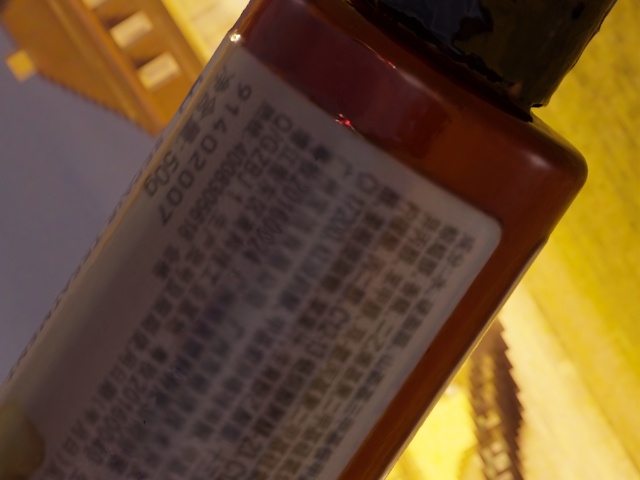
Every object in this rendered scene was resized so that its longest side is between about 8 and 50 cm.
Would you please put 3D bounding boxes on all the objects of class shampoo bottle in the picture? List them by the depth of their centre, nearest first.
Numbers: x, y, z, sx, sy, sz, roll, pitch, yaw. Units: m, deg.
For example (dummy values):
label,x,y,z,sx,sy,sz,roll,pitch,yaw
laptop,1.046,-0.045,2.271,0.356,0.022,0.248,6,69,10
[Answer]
label,x,y,z,sx,sy,sz,roll,pitch,yaw
shampoo bottle,0.000,0.000,0.534,0.104,0.278,0.104,33,-171,-6
